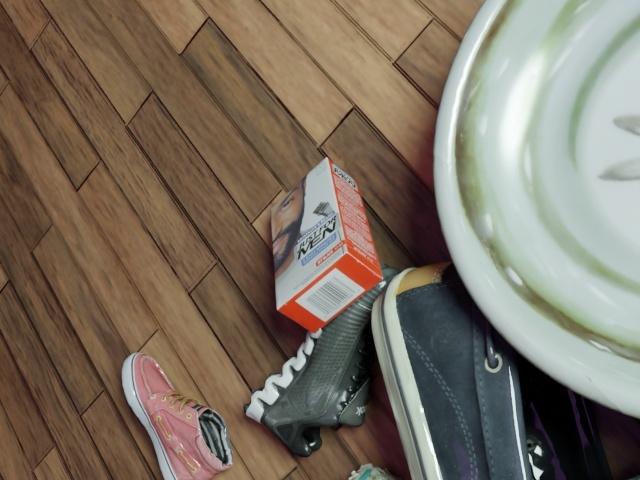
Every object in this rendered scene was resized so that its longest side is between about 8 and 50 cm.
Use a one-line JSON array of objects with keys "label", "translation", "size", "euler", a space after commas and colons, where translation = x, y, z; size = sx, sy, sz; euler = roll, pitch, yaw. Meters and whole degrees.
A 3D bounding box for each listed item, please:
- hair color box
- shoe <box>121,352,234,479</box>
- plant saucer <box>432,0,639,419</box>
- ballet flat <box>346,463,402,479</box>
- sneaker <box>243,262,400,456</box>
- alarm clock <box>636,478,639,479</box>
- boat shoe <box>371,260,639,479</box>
[{"label": "hair color box", "translation": [0.000, 0.000, 0.708], "size": [0.093, 0.053, 0.167], "euler": [-41, 30, 21]}, {"label": "shoe", "translation": [-0.166, 0.202, 0.834], "size": [0.081, 0.063, 0.178], "euler": [-33, 75, 23]}, {"label": "plant saucer", "translation": [0.272, -0.075, 0.480], "size": [0.400, 0.100, 0.401], "euler": [-10, 74, 38]}, {"label": "ballet flat", "translation": [0.051, 0.342, 0.679], "size": [0.091, 0.077, 0.241], "euler": [-15, 78, 28]}, {"label": "sneaker", "translation": [0.023, 0.131, 0.720], "size": [0.106, 0.078, 0.234], "euler": [45, 109, 20]}, {"label": "alarm clock", "translation": [0.300, 0.218, 0.459], "size": [0.129, 0.064, 0.192], "euler": [-29, 105, 23]}, {"label": "boat shoe", "translation": [0.188, 0.232, 0.549], "size": [0.156, 0.187, 0.500], "euler": [-30, 65, 31]}]
